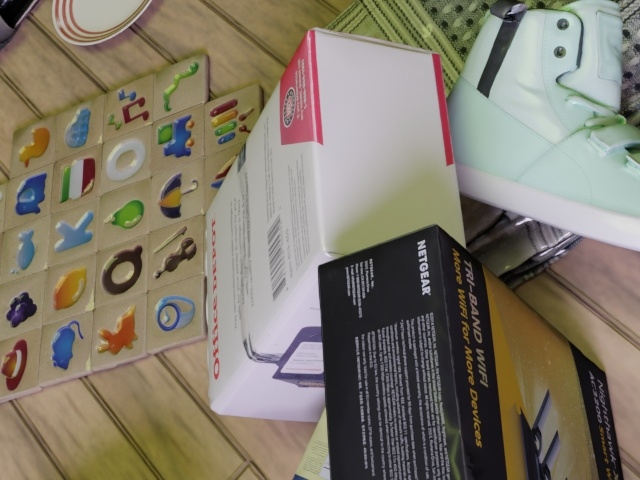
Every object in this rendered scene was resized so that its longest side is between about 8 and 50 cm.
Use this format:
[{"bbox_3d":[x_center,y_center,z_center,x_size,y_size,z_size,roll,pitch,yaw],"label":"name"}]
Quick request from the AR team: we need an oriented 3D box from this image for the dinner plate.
[{"bbox_3d":[-0.205,-0.250,1.319,0.141,0.017,0.141,-16,58,28],"label":"dinner plate"}]

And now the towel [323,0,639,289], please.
[{"bbox_3d":[0.166,-0.148,0.988,0.312,0.056,0.324,-35,52,13],"label":"towel"}]

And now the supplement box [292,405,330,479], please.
[{"bbox_3d":[0.037,0.146,0.896,0.056,0.083,0.083,16,74,39],"label":"supplement box"}]

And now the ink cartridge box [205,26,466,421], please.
[{"bbox_3d":[0.000,0.000,0.913,0.237,0.100,0.172,125,147,-53],"label":"ink cartridge box"}]

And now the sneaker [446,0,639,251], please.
[{"bbox_3d":[0.189,-0.075,0.848,0.256,0.094,0.151,21,95,31],"label":"sneaker"}]

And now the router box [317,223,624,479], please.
[{"bbox_3d":[0.100,0.180,0.731,0.081,0.243,0.309,-20,57,26],"label":"router box"}]

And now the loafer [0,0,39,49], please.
[{"bbox_3d":[-0.331,-0.252,1.358,0.084,0.096,0.267,32,83,35],"label":"loafer"}]

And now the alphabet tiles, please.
[{"bbox_3d":[-0.195,-0.013,1.188,0.342,0.011,0.285,-18,57,25],"label":"alphabet tiles"}]
